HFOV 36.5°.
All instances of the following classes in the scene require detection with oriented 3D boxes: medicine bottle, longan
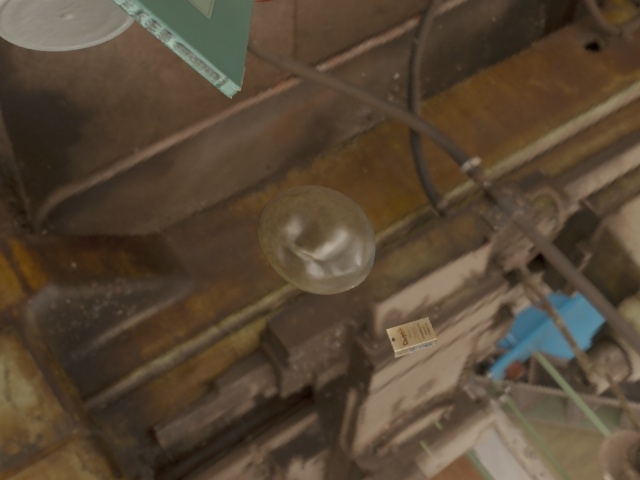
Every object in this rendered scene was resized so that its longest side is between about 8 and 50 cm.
[{"bbox_3d":[-0.376,-0.444,1.347,0.245,0.306,0.245,-13,166,-3],"label":"medicine bottle"},{"bbox_3d":[0.000,0.000,1.964,0.246,0.246,0.215,-18,119,-38],"label":"longan"}]

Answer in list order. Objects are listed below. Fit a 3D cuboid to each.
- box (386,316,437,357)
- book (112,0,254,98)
[{"bbox_3d":[0.167,0.177,1.782,0.083,0.053,0.024,-17,140,-1],"label":"box"},{"bbox_3d":[-0.224,-0.373,1.205,0.031,0.264,0.379,-30,126,31],"label":"book"}]
